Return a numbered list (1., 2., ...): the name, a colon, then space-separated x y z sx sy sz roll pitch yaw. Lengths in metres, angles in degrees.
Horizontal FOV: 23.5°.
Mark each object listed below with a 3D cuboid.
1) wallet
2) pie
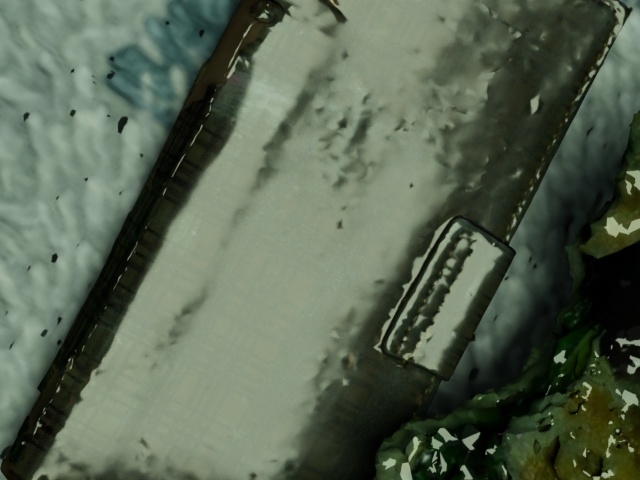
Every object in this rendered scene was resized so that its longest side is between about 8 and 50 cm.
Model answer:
1. wallet: 0.000 0.000 0.687 0.169 0.044 0.317 26 92 -18
2. pie: 0.157 0.113 0.720 0.296 0.078 0.371 41 82 -33
